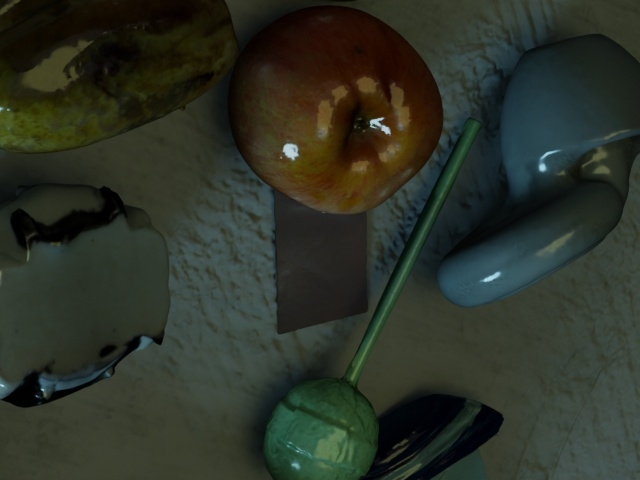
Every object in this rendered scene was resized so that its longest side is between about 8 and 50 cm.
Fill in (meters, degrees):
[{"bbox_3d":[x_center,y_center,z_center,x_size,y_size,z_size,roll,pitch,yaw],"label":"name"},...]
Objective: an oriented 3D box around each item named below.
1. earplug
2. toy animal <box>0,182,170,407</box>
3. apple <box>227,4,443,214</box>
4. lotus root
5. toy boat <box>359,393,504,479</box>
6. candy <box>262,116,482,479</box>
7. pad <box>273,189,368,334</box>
[{"bbox_3d":[0.237,-0.065,1.859,0.175,0.214,0.325,31,85,-5],"label":"earplug"},{"bbox_3d":[-0.258,0.045,1.603,0.208,0.156,0.204,-20,113,-43],"label":"toy animal"},{"bbox_3d":[0.016,-0.123,1.710,0.209,0.164,0.209,-9,110,-27],"label":"apple"},{"bbox_3d":[-0.215,-0.183,1.539,0.291,0.193,0.193,-25,117,-27],"label":"lotus root"},{"bbox_3d":[0.112,0.310,1.969,0.210,0.070,0.291,-10,113,-27],"label":"toy boat"},{"bbox_3d":[0.069,0.067,1.850,0.119,0.119,0.440,30,83,-35],"label":"candy"},{"bbox_3d":[0.000,0.000,1.836,0.113,0.006,0.187,-14,114,-29],"label":"pad"}]
